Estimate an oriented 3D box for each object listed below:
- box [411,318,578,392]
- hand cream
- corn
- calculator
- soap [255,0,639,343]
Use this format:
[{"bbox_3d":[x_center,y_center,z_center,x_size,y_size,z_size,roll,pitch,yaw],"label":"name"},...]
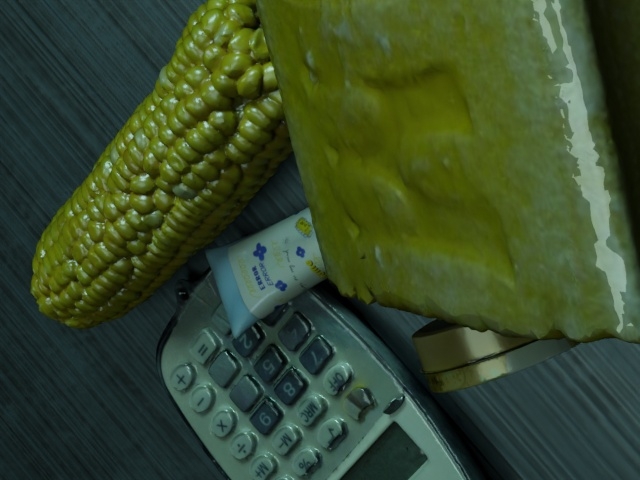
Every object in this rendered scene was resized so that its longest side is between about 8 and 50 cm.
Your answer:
[{"bbox_3d":[0.106,0.054,0.872,0.105,0.105,0.037,-21,91,35],"label":"box"},{"bbox_3d":[0.000,0.000,0.940,0.170,0.043,0.065,-27,71,25],"label":"hand cream"},{"bbox_3d":[-0.094,-0.041,0.964,0.102,0.102,0.313,47,128,7],"label":"corn"},{"bbox_3d":[-0.008,0.123,1.009,0.268,0.040,0.177,46,125,9],"label":"calculator"},{"bbox_3d":[0.082,-0.129,0.727,0.293,0.156,0.335,17,123,65],"label":"soap"}]
